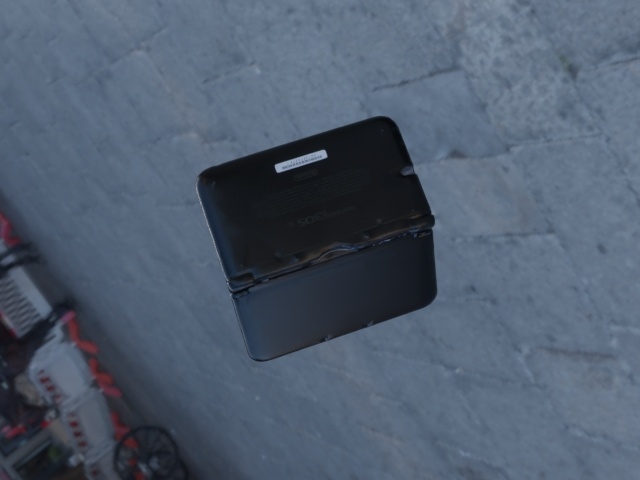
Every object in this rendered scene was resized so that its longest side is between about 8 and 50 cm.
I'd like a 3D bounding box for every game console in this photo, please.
[{"bbox_3d":[0.000,0.000,0.549,0.071,0.122,0.107,103,147,-75],"label":"game console"}]
